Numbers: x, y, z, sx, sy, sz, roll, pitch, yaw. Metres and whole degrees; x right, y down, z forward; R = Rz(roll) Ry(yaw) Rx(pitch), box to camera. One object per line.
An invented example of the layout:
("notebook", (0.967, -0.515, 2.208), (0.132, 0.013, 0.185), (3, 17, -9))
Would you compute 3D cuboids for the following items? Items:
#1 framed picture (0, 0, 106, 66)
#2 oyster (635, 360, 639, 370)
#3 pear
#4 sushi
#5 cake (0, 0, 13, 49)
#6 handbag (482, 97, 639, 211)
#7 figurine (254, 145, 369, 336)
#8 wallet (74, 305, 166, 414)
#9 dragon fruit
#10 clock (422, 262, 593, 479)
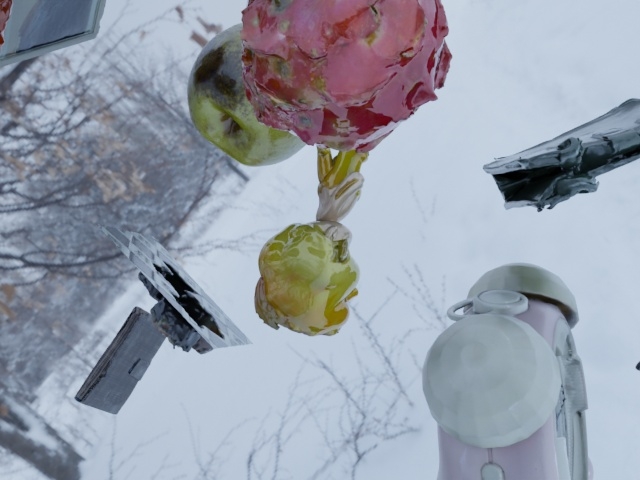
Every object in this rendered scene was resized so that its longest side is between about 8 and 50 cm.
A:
("framed picture", (-0.348, -0.350, 0.964), (0.192, 0.018, 0.265), (-37, -15, -43))
("oyster", (0.617, 0.107, 1.198), (0.204, 0.111, 0.396), (-50, -26, -37))
("pear", (-0.081, -0.209, 1.022), (0.197, 0.197, 0.197), (-46, 12, 12))
("sushi", (-0.263, 0.098, 1.275), (0.059, 0.292, 0.294), (-45, -9, 1))
("cake", (-0.506, -0.208, 0.700), (0.269, 0.319, 0.270), (21, 99, 44))
("handbag", (0.357, -0.118, 0.959), (0.247, 0.079, 0.260), (-24, 3, 3))
("figurine", (0.000, 0.000, 0.906), (0.156, 0.131, 0.246), (132, 156, -68))
("wallet", (-0.422, 0.261, 1.589), (0.042, 0.124, 0.230), (22, 76, 35))
("dragon fruit", (0.018, -0.183, 0.699), (0.268, 0.210, 0.205), (-160, 89, -78))
("clock", (0.235, 0.212, 0.899), (0.184, 0.326, 0.342), (-2, 15, 19))
